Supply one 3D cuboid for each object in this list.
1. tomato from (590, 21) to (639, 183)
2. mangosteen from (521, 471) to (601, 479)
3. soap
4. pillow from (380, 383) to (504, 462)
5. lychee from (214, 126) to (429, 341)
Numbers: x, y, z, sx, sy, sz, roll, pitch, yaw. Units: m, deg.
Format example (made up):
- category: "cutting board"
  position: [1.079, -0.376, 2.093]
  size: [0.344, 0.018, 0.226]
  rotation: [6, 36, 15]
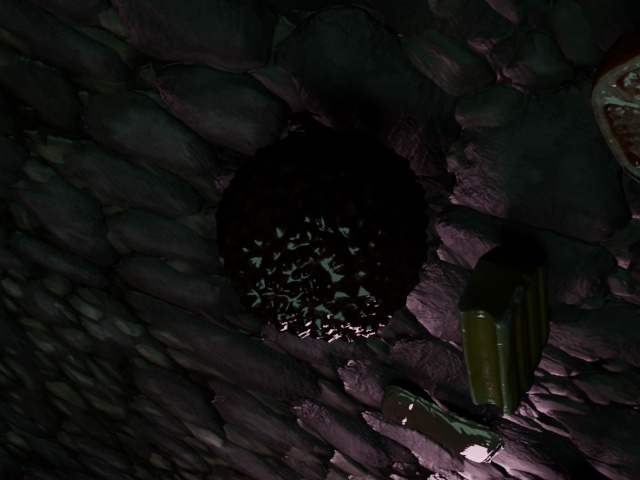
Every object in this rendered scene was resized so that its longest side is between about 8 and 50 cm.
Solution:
- category: "tomato"
  position: [0.367, -0.134, 1.160]
  size: [0.237, 0.095, 0.236]
  rotation: [17, 148, 11]
- category: "mangosteen"
  position: [0.365, 0.534, 2.044]
  size: [0.330, 0.330, 0.330]
  rotation: [21, 151, 12]
- category: "soap"
  position: [0.235, 0.106, 1.612]
  size: [0.073, 0.140, 0.232]
  rotation: [15, 149, 22]
- category: "pillow"
  position: [0.195, 0.300, 2.077]
  size: [0.211, 0.034, 0.135]
  rotation: [27, 155, 5]
- category: "lychee"
  position: [0.000, 0.000, 1.516]
  size: [0.264, 0.264, 0.300]
  rotation: [34, 130, -11]
